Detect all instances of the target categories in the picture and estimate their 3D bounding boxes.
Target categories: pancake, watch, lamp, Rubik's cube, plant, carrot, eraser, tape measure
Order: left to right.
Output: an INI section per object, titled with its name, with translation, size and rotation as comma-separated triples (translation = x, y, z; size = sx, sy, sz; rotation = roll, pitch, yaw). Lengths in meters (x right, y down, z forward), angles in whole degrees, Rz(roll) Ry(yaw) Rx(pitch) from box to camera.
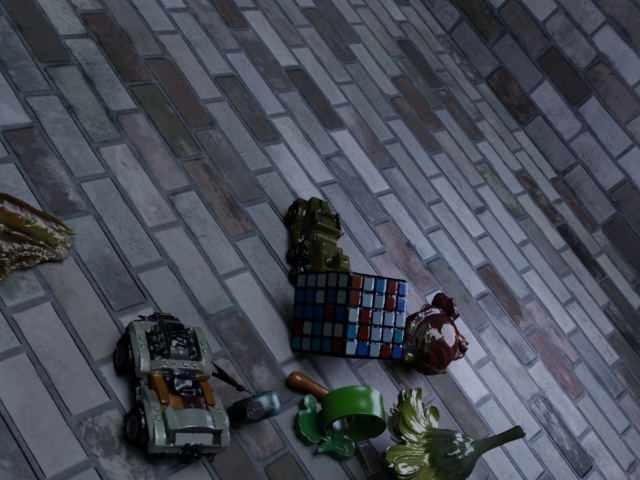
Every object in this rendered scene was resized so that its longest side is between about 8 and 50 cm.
[pancake]
translation = -0.586, 0.011, 1.660
size = 0.266, 0.057, 0.244
rotation = 27, 41, -24
[tape measure]
translation = -0.153, 0.280, 1.783
size = 0.107, 0.104, 0.180
rotation = -12, 65, -45
[carrot]
translation = 0.007, 0.333, 1.953
size = 0.190, 0.037, 0.037
rotation = 32, 39, -24
[watch]
translation = 0.049, 0.366, 1.862
size = 0.165, 0.152, 0.131
rotation = 24, 44, -29
[Rubik's cube]
translation = 0.064, 0.163, 1.989
size = 0.187, 0.182, 0.184
rotation = 6, 85, -40
[eraser]
translation = 0.099, 0.461, 1.928
size = 0.038, 0.019, 0.083
rotation = -4, 58, -44
[lamp]
translation = 0.277, 0.246, 2.189
size = 0.223, 0.215, 0.151
rotation = -27, 38, -21
[plant]
translation = 0.255, 0.449, 1.896
size = 0.297, 0.261, 0.306
rotation = -16, 74, -13

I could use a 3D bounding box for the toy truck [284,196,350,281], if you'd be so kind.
[toy truck]
translation = -0.003, 0.001, 2.181
size = 0.127, 0.127, 0.257
rotation = 20, 40, -29

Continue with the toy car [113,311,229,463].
[toy car]
translation = -0.276, 0.264, 1.676
size = 0.193, 0.118, 0.301
rotation = 11, 48, -35
